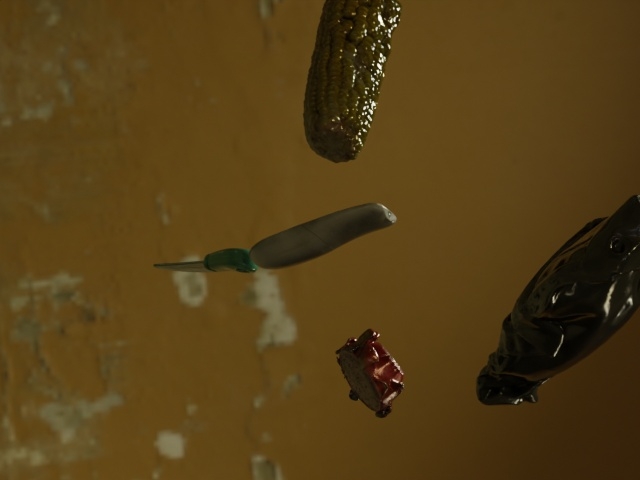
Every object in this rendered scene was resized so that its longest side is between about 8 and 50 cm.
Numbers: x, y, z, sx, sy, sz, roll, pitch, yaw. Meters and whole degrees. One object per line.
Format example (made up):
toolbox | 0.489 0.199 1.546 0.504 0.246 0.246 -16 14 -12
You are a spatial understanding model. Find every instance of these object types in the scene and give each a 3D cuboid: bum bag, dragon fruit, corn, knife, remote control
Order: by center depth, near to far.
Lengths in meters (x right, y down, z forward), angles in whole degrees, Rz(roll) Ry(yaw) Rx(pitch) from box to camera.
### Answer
bum bag | 0.226 0.050 1.275 0.079 0.142 0.326 55 -26 19
corn | 0.034 -0.205 1.638 0.319 0.097 0.097 -78 172 -47
dragon fruit | 0.077 0.175 1.954 0.112 0.068 0.126 37 -28 47
remote control | 0.000 0.000 2.110 0.073 0.229 0.044 41 37 -52
knife | -0.180 0.038 2.318 0.260 0.063 0.034 -6 -108 54
